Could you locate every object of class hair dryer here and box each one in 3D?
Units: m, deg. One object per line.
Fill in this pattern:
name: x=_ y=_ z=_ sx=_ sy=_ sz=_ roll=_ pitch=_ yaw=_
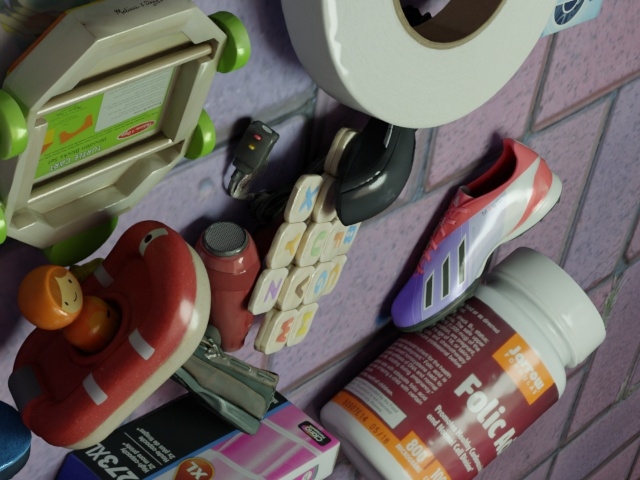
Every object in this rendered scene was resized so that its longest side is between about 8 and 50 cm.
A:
hair dryer: x=-0.059 y=0.005 z=1.562 sx=0.223 sy=0.080 sz=0.293 roll=4 pitch=117 yaw=-57

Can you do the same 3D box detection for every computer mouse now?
computer mouse: x=0.089 y=-0.146 z=1.566 sx=0.184 sy=0.060 sz=0.262 roll=82 pitch=30 yaw=-48

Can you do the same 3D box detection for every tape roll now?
tape roll: x=0.122 y=-0.311 z=1.425 sx=0.392 sy=0.072 sz=0.392 roll=-24 pitch=126 yaw=-37

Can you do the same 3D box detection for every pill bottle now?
pill bottle: x=0.212 y=0.204 z=1.973 sx=0.392 sy=0.224 sz=0.224 roll=-41 pitch=148 yaw=-11

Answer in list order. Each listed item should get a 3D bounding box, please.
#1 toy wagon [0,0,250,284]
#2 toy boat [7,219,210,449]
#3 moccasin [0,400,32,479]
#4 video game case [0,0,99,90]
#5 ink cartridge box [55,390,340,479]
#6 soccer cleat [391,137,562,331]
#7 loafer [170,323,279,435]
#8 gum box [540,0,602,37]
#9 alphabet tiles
toy wagon: x=-0.208 y=-0.079 z=1.234 sx=0.267 sy=0.068 sz=0.344 roll=-27 pitch=156 yaw=-39
toy boat: x=-0.218 y=0.073 z=1.266 sx=0.231 sy=0.151 sz=0.151 roll=-45 pitch=132 yaw=4
moccasin: x=-0.433 y=0.239 z=1.239 sx=0.342 sy=0.138 sz=0.117 roll=-16 pitch=139 yaw=-29
video game case: x=-0.273 y=-0.239 z=1.044 sx=0.329 sy=0.036 sz=0.300 roll=-21 pitch=137 yaw=-45
ink cartridge box: x=-0.164 y=0.280 z=1.592 sx=0.371 sy=0.176 sz=0.069 roll=-26 pitch=140 yaw=-41
soccer cleat: x=0.200 y=-0.007 z=1.929 sx=0.318 sy=0.108 sz=0.116 roll=-45 pitch=120 yaw=1
loafer: x=-0.138 y=0.131 z=1.545 sx=0.084 sy=0.096 sz=0.267 roll=-55 pitch=138 yaw=-12
gum box: x=0.324 y=-0.354 z=1.789 sx=0.184 sy=0.041 sz=0.157 roll=-26 pitch=140 yaw=-42
alphabet tiles: x=0.000 y=0.000 z=1.618 sx=0.284 sy=0.021 sz=0.278 roll=-69 pitch=163 yaw=10
